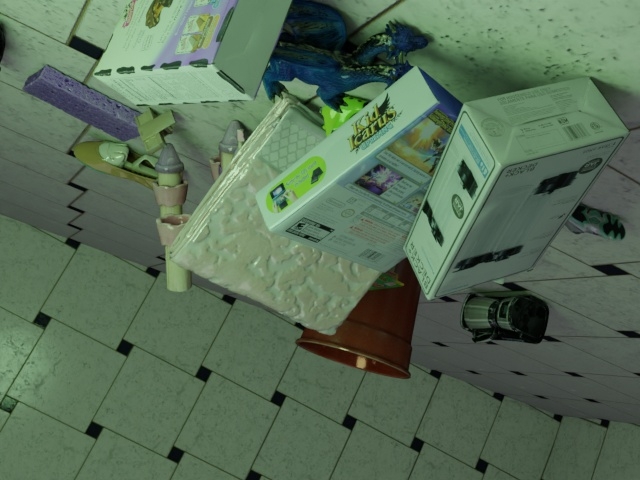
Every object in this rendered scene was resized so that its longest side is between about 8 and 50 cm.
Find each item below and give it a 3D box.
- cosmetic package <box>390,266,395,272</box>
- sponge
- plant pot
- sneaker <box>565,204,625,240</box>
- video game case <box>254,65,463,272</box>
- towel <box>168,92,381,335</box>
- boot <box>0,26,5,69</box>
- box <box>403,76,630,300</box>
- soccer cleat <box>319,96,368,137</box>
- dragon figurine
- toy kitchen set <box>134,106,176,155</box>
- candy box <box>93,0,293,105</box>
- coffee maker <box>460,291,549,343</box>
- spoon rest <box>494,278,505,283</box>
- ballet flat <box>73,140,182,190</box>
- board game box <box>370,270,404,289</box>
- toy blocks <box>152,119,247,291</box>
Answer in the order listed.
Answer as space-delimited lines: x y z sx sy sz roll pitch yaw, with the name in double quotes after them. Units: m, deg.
0.000 0.000 1.655 0.309 0.113 0.160 9 163 27 "cosmetic package"
-0.423 -0.246 1.402 0.210 0.031 0.117 27 163 -30 "sponge"
0.110 0.149 1.771 0.272 0.265 0.272 17 165 5 "plant pot"
0.423 -0.024 1.213 0.098 0.038 0.069 27 167 1 "sneaker"
0.095 -0.070 0.950 0.244 0.061 0.269 -35 150 22 "video game case"
-0.019 -0.022 1.222 0.331 0.317 0.053 29 -162 -29 "towel"
-0.586 -0.337 1.136 0.222 0.118 0.338 18 177 -11 "boot"
0.216 -0.050 0.920 0.169 0.087 0.290 -15 151 -17 "box"
0.043 -0.121 1.104 0.072 0.060 0.179 12 128 26 "soccer cleat"
-0.018 -0.220 0.892 0.289 0.085 0.144 15 164 -6 "dragon figurine"
-0.273 -0.190 1.367 0.068 0.083 0.075 -29 152 9 "toy kitchen set"
-0.132 -0.233 0.824 0.196 0.165 0.070 6 160 40 "candy box"
0.453 0.183 1.838 0.171 0.120 0.178 -1 178 -32 "coffee maker"
0.303 0.033 1.522 0.137 0.084 0.276 21 179 -8 "spoon rest"
-0.398 -0.167 1.628 0.232 0.080 0.073 21 138 -23 "ballet flat"
0.035 0.074 1.555 0.259 0.039 0.124 -7 157 44 "board game box"
-0.136 -0.090 1.352 0.308 0.260 0.288 -3 -159 -13 "toy blocks"
